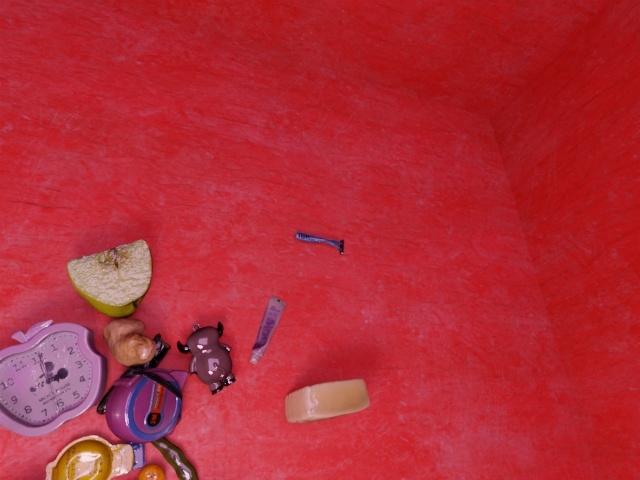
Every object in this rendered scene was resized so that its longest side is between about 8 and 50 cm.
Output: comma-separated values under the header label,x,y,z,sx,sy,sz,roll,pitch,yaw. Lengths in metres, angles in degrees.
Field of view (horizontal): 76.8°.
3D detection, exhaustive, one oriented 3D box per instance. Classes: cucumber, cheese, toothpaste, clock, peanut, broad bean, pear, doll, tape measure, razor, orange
label,x,y,z,sx,sy,sz,roll,pitch,yaw
cucumber,-0.638,0.465,1.390,0.303,0.072,0.081,-55,138,-32
cheese,-0.688,0.693,1.249,0.270,0.069,0.177,-2,65,-28
toothpaste,-0.218,0.360,1.646,0.075,0.048,0.301,10,49,13
clock,-0.851,0.422,1.262,0.338,0.102,0.338,4,73,-13
peanut,-0.644,0.342,1.366,0.137,0.253,0.122,-58,138,-5
broad bean,-0.478,0.727,1.338,0.060,0.043,0.297,-42,84,-19
pear,-0.731,0.152,1.467,0.292,0.159,0.292,8,64,-17
doll,-0.407,0.424,1.485,0.182,0.117,0.257,-25,77,-35
tape measure,-0.558,0.530,1.312,0.245,0.149,0.231,33,55,-47
razor,0.000,0.000,1.935,0.253,0.042,0.082,14,61,-16
cheese,0.017,0.596,1.489,0.242,0.265,0.124,-3,65,-24
orange,-0.537,0.756,1.281,0.083,0.070,0.083,12,55,-17
